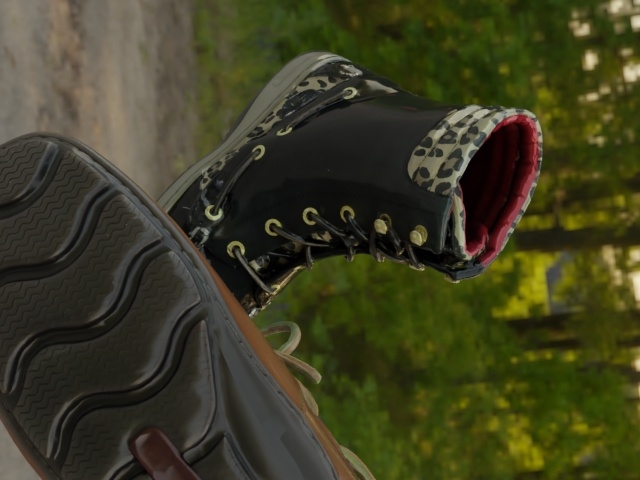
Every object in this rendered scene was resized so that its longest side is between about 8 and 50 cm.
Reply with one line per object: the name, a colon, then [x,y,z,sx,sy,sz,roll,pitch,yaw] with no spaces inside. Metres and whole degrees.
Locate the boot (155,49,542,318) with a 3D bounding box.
boot: [0.000,-0.002,0.774,0.236,0.179,0.085,-55,133,-16]

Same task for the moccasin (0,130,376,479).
moccasin: [-0.054,0.105,0.727,0.380,0.139,0.147,47,0,2]
